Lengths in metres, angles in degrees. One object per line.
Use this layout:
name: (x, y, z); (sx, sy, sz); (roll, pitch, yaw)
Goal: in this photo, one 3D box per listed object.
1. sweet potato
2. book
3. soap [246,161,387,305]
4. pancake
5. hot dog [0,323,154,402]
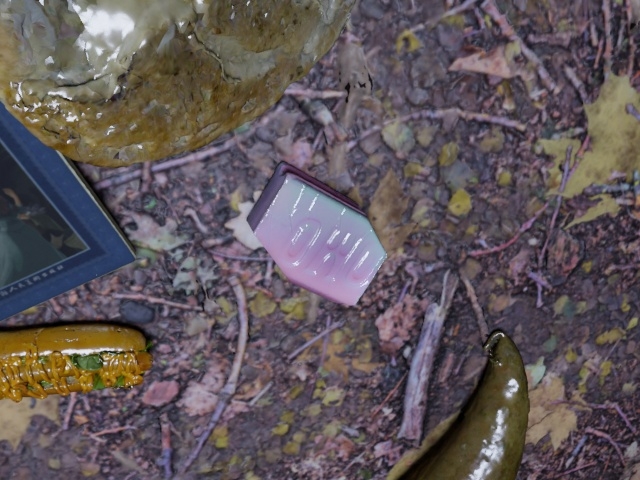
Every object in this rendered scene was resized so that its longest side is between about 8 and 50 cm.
sweet potato: (0.166, 0.321, 0.740); (0.130, 0.130, 0.422); (28, 95, -24)
book: (-0.297, -0.036, 0.462); (0.191, 0.025, 0.269); (-25, 135, -5)
soap: (0.000, 0.000, 0.592); (0.149, 0.056, 0.100); (28, 104, -24)
pancake: (-0.091, -0.233, 0.386); (0.387, 0.082, 0.387); (-28, 134, -33)
hot dog: (-0.260, 0.121, 0.565); (0.188, 0.055, 0.072); (-4, 114, -16)
